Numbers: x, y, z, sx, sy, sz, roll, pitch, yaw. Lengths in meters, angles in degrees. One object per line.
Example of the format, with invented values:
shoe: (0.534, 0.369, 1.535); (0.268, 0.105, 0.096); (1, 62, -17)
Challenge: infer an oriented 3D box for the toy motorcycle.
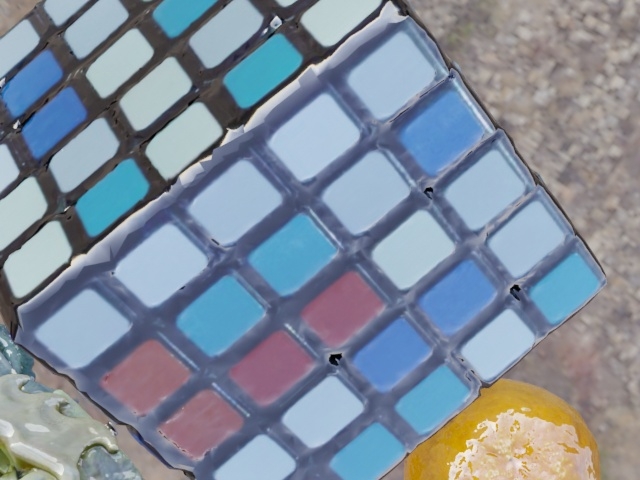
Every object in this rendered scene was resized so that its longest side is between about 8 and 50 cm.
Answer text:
toy motorcycle: (-0.296, 0.248, 1.523); (0.237, 0.410, 0.169); (-23, 155, -46)

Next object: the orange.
orange: (0.162, 0.212, 1.405); (0.177, 0.177, 0.155); (-42, 161, -4)

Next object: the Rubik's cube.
Rubik's cube: (-0.028, -0.018, 0.648); (0.187, 0.184, 0.182); (-40, 130, 3)
